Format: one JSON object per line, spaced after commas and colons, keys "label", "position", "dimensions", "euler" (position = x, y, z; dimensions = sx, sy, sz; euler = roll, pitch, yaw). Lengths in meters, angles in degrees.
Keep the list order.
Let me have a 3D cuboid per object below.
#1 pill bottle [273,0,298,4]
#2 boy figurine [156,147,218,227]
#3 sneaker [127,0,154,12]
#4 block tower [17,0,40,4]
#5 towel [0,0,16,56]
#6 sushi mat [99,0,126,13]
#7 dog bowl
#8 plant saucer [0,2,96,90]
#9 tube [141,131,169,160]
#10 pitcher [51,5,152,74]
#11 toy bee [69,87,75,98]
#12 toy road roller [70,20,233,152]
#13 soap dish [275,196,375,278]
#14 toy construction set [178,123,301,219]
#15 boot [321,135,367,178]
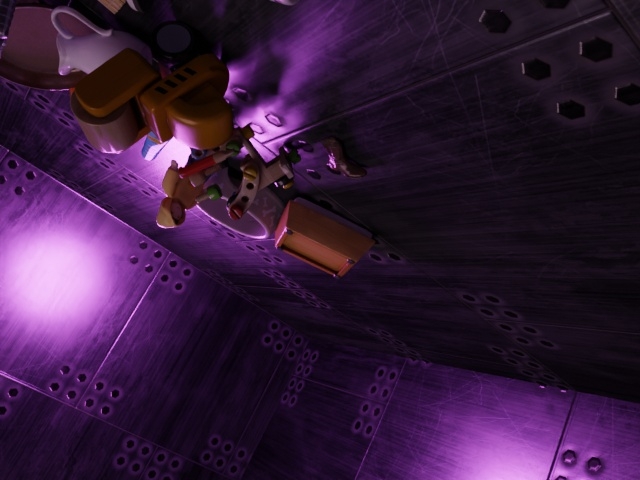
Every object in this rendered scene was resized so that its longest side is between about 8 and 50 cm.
{"label": "pill bottle", "position": [-0.108, -0.435, 0.918], "dimensions": [0.170, 0.094, 0.094], "euler": [21, 161, 16]}
{"label": "boy figurine", "position": [-0.399, -0.165, 1.748], "dimensions": [0.092, 0.285, 0.177], "euler": [15, 155, 33]}
{"label": "sneaker", "position": [-0.387, -0.529, 0.993], "dimensions": [0.179, 0.123, 0.295], "euler": [19, 153, 8]}
{"label": "block tower", "position": [-0.850, -0.604, 1.492], "dimensions": [0.336, 0.090, 0.097], "euler": [25, 161, 7]}
{"label": "towel", "position": [-0.660, -0.503, 1.050], "dimensions": [0.235, 0.283, 0.121], "euler": [14, 169, -42]}
{"label": "sushi mat", "position": [-0.530, -0.594, 1.189], "dimensions": [0.317, 0.019, 0.151], "euler": [36, 159, -27]}
{"label": "dog bowl", "position": [-0.286, -0.124, 1.991], "dimensions": [0.349, 0.102, 0.348], "euler": [24, 161, 9]}
{"label": "plant saucer", "position": [-0.679, -0.481, 1.451], "dimensions": [0.311, 0.050, 0.310], "euler": [-9, 162, -3]}
{"label": "tube", "position": [-0.537, -0.318, 1.911], "dimensions": [0.080, 0.052, 0.207], "euler": [22, 159, -20]}
{"label": "pitcher", "position": [-0.510, -0.449, 1.367], "dimensions": [0.207, 0.125, 0.177], "euler": [10, 144, 2]}
{"label": "toy bee", "position": [-0.489, -0.360, 1.550], "dimensions": [0.299, 0.195, 0.162], "euler": [19, -172, -10]}
{"label": "toy road roller", "position": [-0.337, -0.286, 1.279], "dimensions": [0.240, 0.330, 0.202], "euler": [48, 163, 9]}
{"label": "soap dish", "position": [0.000, 0.000, 1.862], "dimensions": [0.291, 0.118, 0.229], "euler": [26, 155, -6]}
{"label": "toy construction set", "position": [-0.186, -0.200, 1.464], "dimensions": [0.309, 0.238, 0.257], "euler": [-45, -68, -78]}
{"label": "boot", "position": [0.057, -0.202, 1.420], "dimensions": [0.107, 0.037, 0.114], "euler": [17, 155, 21]}
